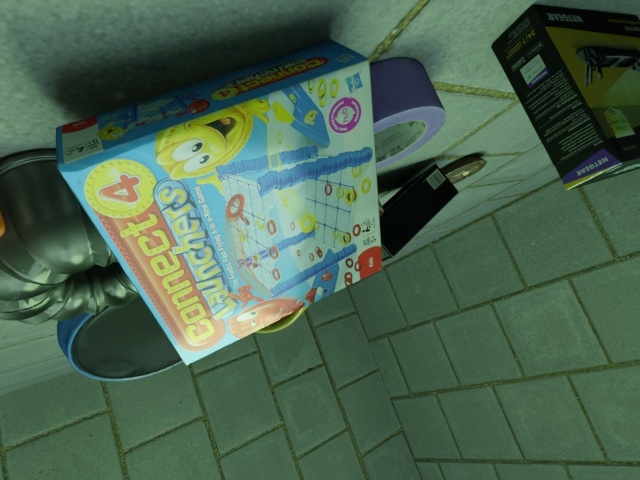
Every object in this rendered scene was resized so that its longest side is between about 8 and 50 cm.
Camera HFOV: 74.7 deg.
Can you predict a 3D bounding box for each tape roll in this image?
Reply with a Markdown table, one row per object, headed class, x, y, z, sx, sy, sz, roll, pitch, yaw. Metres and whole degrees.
| class | x | y | z | sx | sy | sz | roll | pitch | yaw |
| --- | --- | --- | --- | --- | --- | --- | --- | --- | --- |
| tape roll | 0.084 | -0.176 | 0.629 | 0.188 | 0.080 | 0.189 | -22 | 168 | -5 |

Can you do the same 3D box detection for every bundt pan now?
| class | x | y | z | sx | sy | sz | roll | pitch | yaw |
| --- | --- | --- | --- | --- | --- | --- | --- | --- | --- |
| bundt pan | -0.323 | 0.015 | 0.588 | 0.330 | 0.124 | 0.331 | -23 | 164 | -7 |

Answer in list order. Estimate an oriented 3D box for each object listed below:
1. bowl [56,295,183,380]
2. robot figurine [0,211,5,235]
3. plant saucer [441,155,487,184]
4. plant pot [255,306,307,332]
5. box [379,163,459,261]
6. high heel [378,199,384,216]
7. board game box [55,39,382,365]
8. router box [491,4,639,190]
| class | x | y | z | sx | sy | sz | roll | pitch | yaw |
| --- | --- | --- | --- | --- | --- | --- | --- | --- | --- |
| bowl | -0.424 | 0.206 | 1.040 | 0.390 | 0.077 | 0.392 | -23 | 142 | -20 |
| robot figurine | -0.417 | -0.009 | 0.367 | 0.219 | 0.158 | 0.128 | -17 | 133 | -22 |
| plant saucer | 0.395 | -0.198 | 1.214 | 0.168 | 0.029 | 0.168 | -21 | 169 | -4 |
| plant pot | -0.099 | 0.040 | 0.933 | 0.253 | 0.254 | 0.239 | -27 | -177 | 24 |
| box | 0.200 | -0.057 | 1.079 | 0.261 | 0.103 | 0.184 | -41 | -176 | -20 |
| high heel | 0.039 | -0.062 | 0.933 | 0.181 | 0.127 | 0.377 | -31 | 169 | 8 |
| board game box | -0.080 | -0.032 | 0.504 | 0.301 | 0.086 | 0.309 | -25 | 133 | -14 |
| router box | 0.434 | -0.223 | 0.638 | 0.308 | 0.243 | 0.081 | -16 | 167 | -30 |
